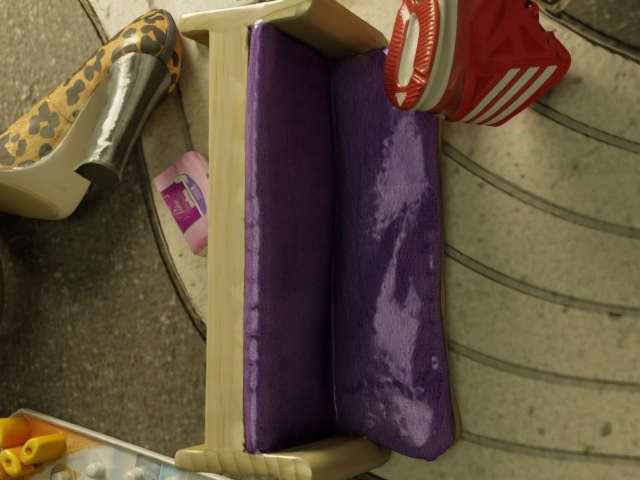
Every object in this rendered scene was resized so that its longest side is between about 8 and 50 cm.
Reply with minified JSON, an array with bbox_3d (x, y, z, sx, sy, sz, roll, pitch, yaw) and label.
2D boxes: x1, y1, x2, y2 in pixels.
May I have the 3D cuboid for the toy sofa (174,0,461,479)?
[{"bbox_3d":[0.000,0.000,0.775,0.177,0.150,0.362,-2,85,26],"label":"toy sofa"}]

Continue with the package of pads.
[{"bbox_3d":[-0.108,-0.032,0.892,0.050,0.032,0.083,-37,72,17],"label":"package of pads"}]

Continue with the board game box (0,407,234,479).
[{"bbox_3d":[-0.174,0.386,0.883,0.390,0.050,0.390,12,91,25],"label":"board game box"}]

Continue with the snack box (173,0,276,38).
[{"bbox_3d":[-0.052,-0.240,0.886,0.178,0.022,0.064,-19,77,23],"label":"snack box"}]

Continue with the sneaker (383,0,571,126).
[{"bbox_3d":[0.129,-0.191,0.752,0.087,0.128,0.221,25,101,60],"label":"sneaker"}]

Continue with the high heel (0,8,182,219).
[{"bbox_3d":[-0.236,-0.119,0.954,0.261,0.093,0.186,-8,54,41],"label":"high heel"}]

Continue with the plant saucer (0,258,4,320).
[{"bbox_3d":[-0.408,0.023,0.987,0.278,0.041,0.278,9,108,28],"label":"plant saucer"}]
